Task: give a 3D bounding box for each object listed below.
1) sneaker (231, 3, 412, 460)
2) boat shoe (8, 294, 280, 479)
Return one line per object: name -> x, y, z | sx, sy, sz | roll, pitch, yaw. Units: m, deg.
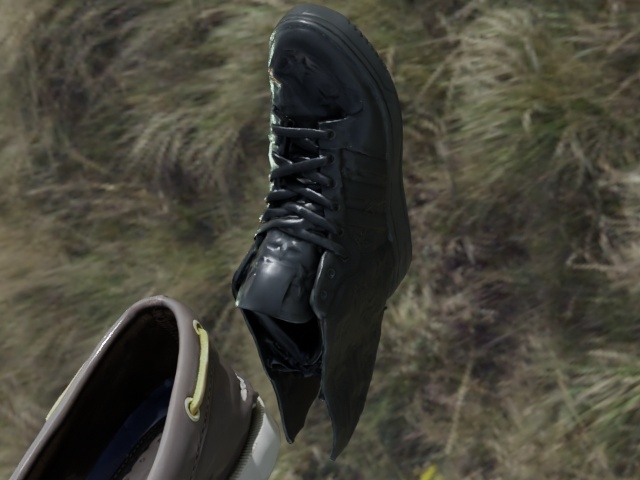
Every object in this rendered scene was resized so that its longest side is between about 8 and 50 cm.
sneaker -> -0.002, -0.001, 0.485 | 0.051, 0.089, 0.170 | 12, 134, 31
boat shoe -> -0.115, 0.154, 0.531 | 0.116, 0.324, 0.097 | -10, 121, 30
